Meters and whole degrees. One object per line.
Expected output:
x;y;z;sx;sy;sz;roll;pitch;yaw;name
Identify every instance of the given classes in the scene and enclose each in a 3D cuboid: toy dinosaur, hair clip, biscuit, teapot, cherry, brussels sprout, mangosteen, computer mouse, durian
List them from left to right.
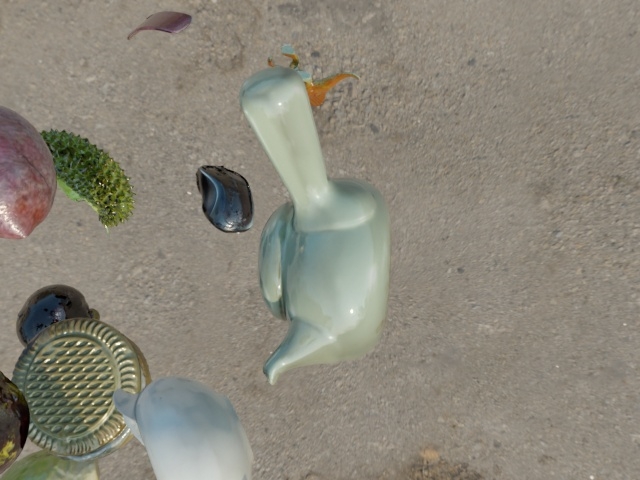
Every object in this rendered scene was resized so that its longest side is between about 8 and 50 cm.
-0.528;0.274;0.682;0.192;0.192;0.217;42;75;9;mangosteen
-0.505;-0.099;0.766;0.175;0.192;0.249;-25;67;-28;cherry
-0.840;0.772;1.511;0.317;0.273;0.242;-16;100;5;brussels sprout
-0.760;0.246;1.473;0.250;0.211;0.211;31;87;-35;mangosteen
-0.437;0.270;0.903;0.259;0.079;0.259;-1;79;5;biscuit
-0.670;-0.176;1.394;0.355;0.170;0.157;46;47;-25;durian
-0.269;-0.353;0.812;0.137;0.022;0.054;11;55;33;hair clip
-0.107;0.193;0.432;0.092;0.145;0.226;-25;38;-21;teapot
-0.250;-0.125;1.320;0.096;0.137;0.233;-46;58;31;computer mouse
-0.030;-0.275;0.905;0.212;0.142;0.057;27;74;15;toy dinosaur
0.003;-0.019;0.538;0.149;0.220;0.318;2;108;5;teapot
